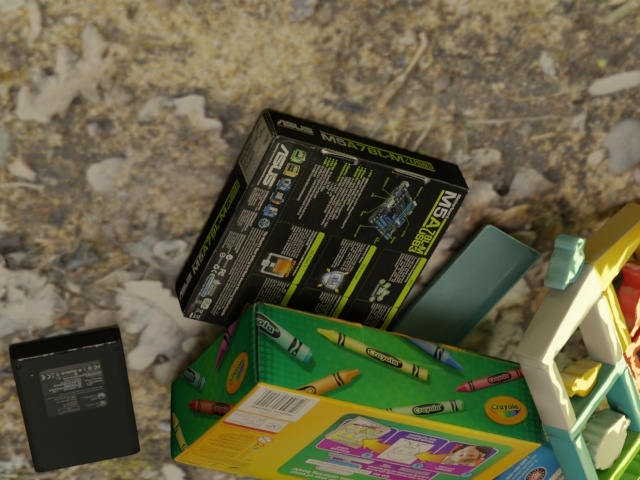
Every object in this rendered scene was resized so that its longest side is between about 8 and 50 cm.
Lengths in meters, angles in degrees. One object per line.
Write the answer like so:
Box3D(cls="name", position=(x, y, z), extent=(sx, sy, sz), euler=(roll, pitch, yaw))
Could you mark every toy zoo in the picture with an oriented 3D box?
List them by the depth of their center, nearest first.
Box3D(cls="toy zoo", position=(0.256, 0.104, 1.562), extent=(0.192, 0.030, 0.293), euler=(-48, 133, -29))

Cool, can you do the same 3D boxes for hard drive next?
Box3D(cls="hard drive", position=(-0.209, 0.139, 1.538), extent=(0.094, 0.022, 0.135), euler=(-10, 128, -8))

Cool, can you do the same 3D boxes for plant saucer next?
Box3D(cls="plant saucer", position=(0.108, 0.062, 1.574), extent=(0.067, 0.018, 0.192), euler=(27, 116, -31))

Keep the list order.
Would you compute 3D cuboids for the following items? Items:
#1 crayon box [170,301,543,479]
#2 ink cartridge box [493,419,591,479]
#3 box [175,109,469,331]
Box3D(cls="crayon box", position=(0.030, 0.149, 1.539), extent=(0.278, 0.081, 0.165), euler=(15, 145, -25))
Box3D(cls="ink cartridge box", position=(0.216, 0.242, 1.694), extent=(0.203, 0.086, 0.148), euler=(26, 116, -30))
Box3D(cls="box", position=(0.000, 0.000, 1.480), extent=(0.184, 0.045, 0.191), euler=(13, 121, -27))
